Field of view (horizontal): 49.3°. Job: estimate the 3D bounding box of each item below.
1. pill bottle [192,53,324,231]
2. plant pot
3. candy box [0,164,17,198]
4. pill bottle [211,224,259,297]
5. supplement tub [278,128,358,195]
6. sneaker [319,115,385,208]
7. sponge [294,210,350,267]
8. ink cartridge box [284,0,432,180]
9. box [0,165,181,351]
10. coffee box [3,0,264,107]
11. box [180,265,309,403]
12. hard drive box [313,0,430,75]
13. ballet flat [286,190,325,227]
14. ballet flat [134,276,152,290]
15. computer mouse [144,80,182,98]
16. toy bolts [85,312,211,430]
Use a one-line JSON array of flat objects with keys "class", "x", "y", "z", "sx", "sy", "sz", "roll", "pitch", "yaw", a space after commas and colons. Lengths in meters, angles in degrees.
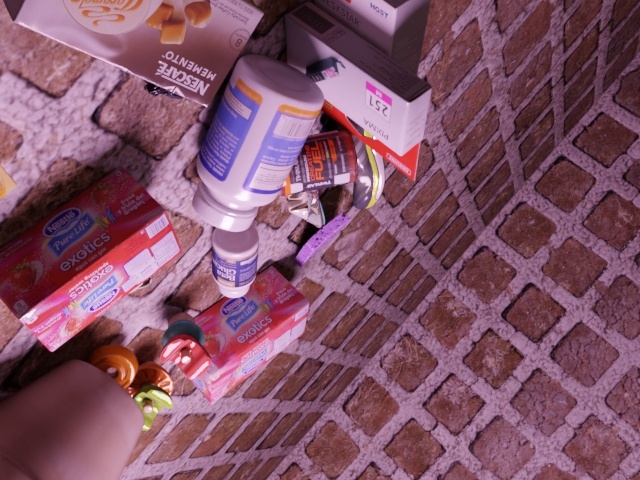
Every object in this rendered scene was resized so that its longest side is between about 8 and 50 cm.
[{"class": "pill bottle", "x": -0.116, "y": -0.154, "z": 1.159, "sx": 0.152, "sy": 0.152, "sz": 0.272, "roll": -15, "pitch": 141, "yaw": -53}, {"class": "plant pot", "x": -0.471, "y": 0.372, "z": 1.225, "sx": 0.280, "sy": 0.323, "sz": 0.323, "roll": -52, "pitch": 163, "yaw": -36}, {"class": "candy box", "x": -0.402, "y": -0.086, "z": 0.699, "sx": 0.109, "sy": 0.053, "sz": 0.187, "roll": -43, "pitch": 157, "yaw": -17}, {"class": "pill bottle", "x": -0.177, "y": 0.044, "z": 1.437, "sx": 0.094, "sy": 0.094, "sz": 0.169, "roll": -34, "pitch": 153, "yaw": -30}, {"class": "supplement tub", "x": -0.034, "y": -0.142, "z": 1.313, "sx": 0.197, "sy": 0.106, "sz": 0.106, "roll": -12, "pitch": 149, "yaw": -6}, {"class": "sneaker", "x": 0.060, "y": -0.192, "z": 1.429, "sx": 0.121, "sy": 0.111, "sz": 0.300, "roll": -12, "pitch": 125, "yaw": -6}, {"class": "sponge", "x": 0.000, "y": 0.000, "z": 1.671, "sx": 0.117, "sy": 0.031, "sz": 0.210, "roll": -41, "pitch": 178, "yaw": -16}, {"class": "ink cartridge box", "x": 0.054, "y": -0.233, "z": 1.172, "sx": 0.060, "sy": 0.275, "sz": 0.239, "roll": -39, "pitch": 155, "yaw": -22}, {"class": "box", "x": -0.355, "y": 0.027, "z": 1.056, "sx": 0.257, "sy": 0.122, "sz": 0.128, "roll": -40, "pitch": 155, "yaw": -19}, {"class": "coffee box", "x": -0.207, "y": -0.270, "z": 0.787, "sx": 0.246, "sy": 0.098, "sz": 0.141, "roll": 19, "pitch": 114, "yaw": -45}, {"class": "box", "x": -0.183, "y": 0.219, "z": 1.642, "sx": 0.300, "sy": 0.142, "sz": 0.154, "roll": -35, "pitch": 154, "yaw": -27}, {"class": "hard drive box", "x": 0.077, "y": -0.351, "z": 1.152, "sx": 0.089, "sy": 0.181, "sz": 0.232, "roll": -37, "pitch": 154, "yaw": -23}, {"class": "ballet flat", "x": -0.035, "y": -0.100, "z": 1.506, "sx": 0.079, "sy": 0.077, "sz": 0.222, "roll": -22, "pitch": 146, "yaw": -13}, {"class": "ballet flat", "x": -0.362, "y": 0.068, "z": 1.185, "sx": 0.188, "sy": 0.070, "sz": 0.070, "roll": -14, "pitch": 140, "yaw": -53}, {"class": "computer mouse", "x": -0.170, "y": -0.282, "z": 0.999, "sx": 0.193, "sy": 0.042, "sz": 0.106, "roll": -56, "pitch": 155, "yaw": 18}, {"class": "toy bolts", "x": -0.352, "y": 0.234, "z": 1.446, "sx": 0.228, "sy": 0.158, "sz": 0.218, "roll": -40, "pitch": 117, "yaw": 6}]
